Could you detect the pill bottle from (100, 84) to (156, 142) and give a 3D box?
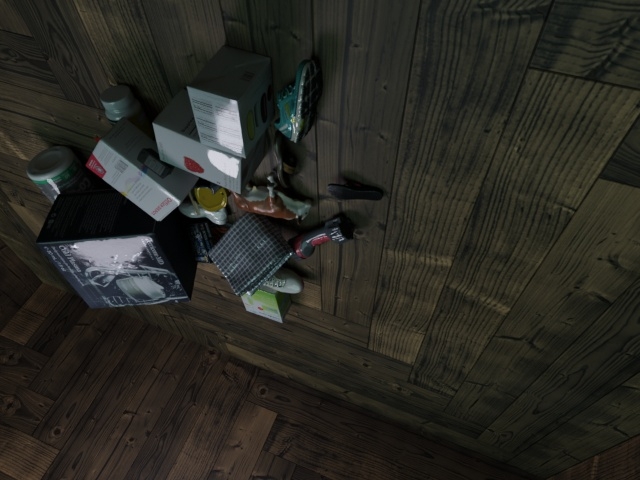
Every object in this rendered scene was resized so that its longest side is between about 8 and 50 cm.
[{"bbox_3d":[-0.651,-0.411,1.629,0.119,0.119,0.208,14,146,18],"label":"pill bottle"}]

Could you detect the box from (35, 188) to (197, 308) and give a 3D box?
[{"bbox_3d":[-0.832,0.037,2.067,0.472,0.297,0.480,-6,139,3],"label":"box"}]

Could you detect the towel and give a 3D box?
[{"bbox_3d":[-0.275,0.051,1.838,0.284,0.121,0.235,-44,80,16],"label":"towel"}]

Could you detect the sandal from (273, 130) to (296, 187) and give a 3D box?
[{"bbox_3d":[-0.108,-0.254,1.530,0.060,0.090,0.219,-2,136,3],"label":"sandal"}]

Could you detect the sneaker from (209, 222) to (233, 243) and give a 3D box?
[{"bbox_3d":[-0.378,0.037,2.019,0.321,0.180,0.124,12,145,22],"label":"sneaker"}]

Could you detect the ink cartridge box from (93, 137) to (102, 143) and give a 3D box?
[{"bbox_3d":[-0.813,-0.340,1.915,0.179,0.045,0.145,7,143,23],"label":"ink cartridge box"}]

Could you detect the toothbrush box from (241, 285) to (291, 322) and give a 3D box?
[{"bbox_3d":[-0.268,0.256,2.314,0.206,0.122,0.283,17,148,15],"label":"toothbrush box"}]

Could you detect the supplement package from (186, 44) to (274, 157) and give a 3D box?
[{"bbox_3d":[-0.235,-0.377,1.315,0.149,0.194,0.203,20,148,11],"label":"supplement package"}]

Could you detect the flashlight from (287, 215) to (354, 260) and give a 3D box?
[{"bbox_3d":[0.000,0.000,1.785,0.103,0.103,0.304,16,158,-39],"label":"flashlight"}]

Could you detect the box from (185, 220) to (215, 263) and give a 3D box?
[{"bbox_3d":[-0.509,0.008,2.060,0.220,0.051,0.175,-2,106,61],"label":"box"}]

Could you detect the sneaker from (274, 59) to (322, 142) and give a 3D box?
[{"bbox_3d":[-0.072,-0.375,1.300,0.110,0.107,0.275,34,148,5],"label":"sneaker"}]

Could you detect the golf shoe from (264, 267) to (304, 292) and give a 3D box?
[{"bbox_3d":[-0.223,0.168,2.094,0.306,0.140,0.115,21,110,4],"label":"golf shoe"}]

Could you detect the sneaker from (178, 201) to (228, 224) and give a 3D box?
[{"bbox_3d":[-0.476,-0.138,1.954,0.212,0.080,0.094,14,135,6],"label":"sneaker"}]

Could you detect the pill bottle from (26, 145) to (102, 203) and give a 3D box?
[{"bbox_3d":[-1.097,-0.222,2.130,0.204,0.204,0.361,11,146,22],"label":"pill bottle"}]

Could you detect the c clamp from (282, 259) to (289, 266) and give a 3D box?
[{"bbox_3d":[-0.206,0.068,2.099,0.161,0.022,0.137,16,153,15],"label":"c clamp"}]

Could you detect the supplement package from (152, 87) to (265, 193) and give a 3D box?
[{"bbox_3d":[-0.342,-0.308,1.506,0.293,0.175,0.177,23,149,5],"label":"supplement package"}]

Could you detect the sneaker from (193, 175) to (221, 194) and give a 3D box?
[{"bbox_3d":[-0.466,-0.259,1.713,0.300,0.121,0.111,20,147,10],"label":"sneaker"}]

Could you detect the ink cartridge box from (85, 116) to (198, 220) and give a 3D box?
[{"bbox_3d":[-0.601,-0.231,1.617,0.306,0.131,0.226,40,145,-22],"label":"ink cartridge box"}]

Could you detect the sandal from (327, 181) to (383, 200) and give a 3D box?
[{"bbox_3d":[0.111,-0.161,1.539,0.179,0.040,0.067,6,151,4],"label":"sandal"}]

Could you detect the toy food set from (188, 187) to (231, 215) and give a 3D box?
[{"bbox_3d":[-0.413,-0.182,1.850,0.218,0.071,0.128,-12,108,41],"label":"toy food set"}]

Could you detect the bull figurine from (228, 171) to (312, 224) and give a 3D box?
[{"bbox_3d":[-0.186,-0.152,1.696,0.310,0.101,0.188,7,139,24],"label":"bull figurine"}]
